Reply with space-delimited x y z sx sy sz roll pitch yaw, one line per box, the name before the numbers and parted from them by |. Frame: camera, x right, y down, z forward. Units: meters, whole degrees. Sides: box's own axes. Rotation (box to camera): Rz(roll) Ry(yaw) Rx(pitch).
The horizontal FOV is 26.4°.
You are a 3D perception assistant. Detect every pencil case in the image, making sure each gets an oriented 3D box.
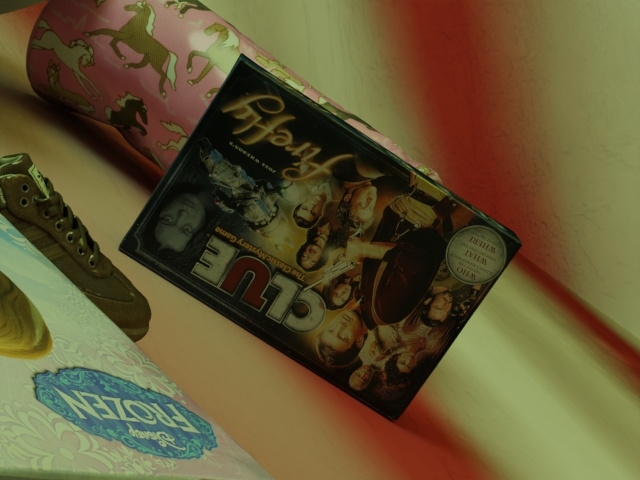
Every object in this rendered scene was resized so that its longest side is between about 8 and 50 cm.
pencil case | -0.075 -0.091 1.192 0.386 0.160 0.167 37 5 17

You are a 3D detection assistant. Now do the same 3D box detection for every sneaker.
sneaker | -0.166 -0.007 0.764 0.188 0.071 0.066 30 11 -22

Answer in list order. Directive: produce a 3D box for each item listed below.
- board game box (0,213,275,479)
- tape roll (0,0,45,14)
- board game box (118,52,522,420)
board game box | -0.211 0.012 0.516 0.318 0.066 0.318 39 9 28
tape roll | -0.281 -0.250 1.145 0.219 0.219 0.072 -126 -158 -62
board game box | 0.000 0.000 0.993 0.243 0.165 0.042 32 10 -8
